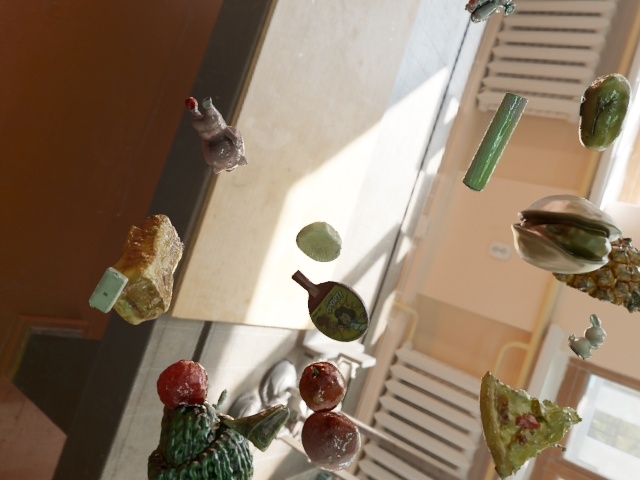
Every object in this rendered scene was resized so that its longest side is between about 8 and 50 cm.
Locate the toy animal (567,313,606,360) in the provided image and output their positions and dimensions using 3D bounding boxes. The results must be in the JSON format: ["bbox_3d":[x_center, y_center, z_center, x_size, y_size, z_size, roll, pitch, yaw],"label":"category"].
[{"bbox_3d":[0.801,0.290,1.430,0.124,0.085,0.071,-44,146,10],"label":"toy animal"}]

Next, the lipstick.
[{"bbox_3d":[0.530,-0.296,1.479,0.076,0.076,0.304,-7,123,-54],"label":"lipstick"}]

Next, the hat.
[{"bbox_3d":[-0.312,0.453,1.135,0.242,0.274,0.333,-18,92,-42],"label":"hat"}]

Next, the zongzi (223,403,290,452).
[{"bbox_3d":[-0.135,0.381,1.040,0.104,0.113,0.052,-47,152,-40],"label":"zongzi"}]

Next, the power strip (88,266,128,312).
[{"bbox_3d":[-0.381,0.090,0.864,0.090,0.040,0.016,-53,-175,18],"label":"power strip"}]

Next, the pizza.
[{"bbox_3d":[0.582,0.489,1.330,0.075,0.287,0.280,89,-8,-61],"label":"pizza"}]

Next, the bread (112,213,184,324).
[{"bbox_3d":[-0.521,0.080,1.438,0.344,0.148,0.195,-98,174,-55],"label":"bread"}]

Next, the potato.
[{"bbox_3d":[0.922,-0.417,1.573,0.169,0.143,0.248,-15,115,-59],"label":"potato"}]

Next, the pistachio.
[{"bbox_3d":[0.405,-0.009,0.803,0.215,0.143,0.144,-99,-160,-80],"label":"pistachio"}]

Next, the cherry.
[{"bbox_3d":[0.040,0.752,1.811,0.206,0.239,0.239,-26,130,-16],"label":"cherry"}]

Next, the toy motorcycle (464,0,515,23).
[{"bbox_3d":[0.534,-0.764,1.404,0.260,0.110,0.171,-41,153,16],"label":"toy motorcycle"}]

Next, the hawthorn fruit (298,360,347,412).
[{"bbox_3d":[-0.001,0.515,1.736,0.179,0.179,0.200,-49,131,-32],"label":"hawthorn fruit"}]

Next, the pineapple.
[{"bbox_3d":[0.944,0.077,1.486,0.344,0.286,0.209,-11,127,-37],"label":"pineapple"}]

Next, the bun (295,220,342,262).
[{"bbox_3d":[0.000,0.000,2.157,0.220,0.220,0.134,70,31,-43],"label":"bun"}]

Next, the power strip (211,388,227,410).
[{"bbox_3d":[-0.381,0.600,1.823,0.035,0.055,0.083,30,81,-16],"label":"power strip"}]

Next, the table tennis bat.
[{"bbox_3d":[0.036,0.281,2.144,0.268,0.414,0.051,-53,171,24],"label":"table tennis bat"}]

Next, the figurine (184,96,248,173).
[{"bbox_3d":[-0.361,-0.382,1.707,0.186,0.176,0.287,-85,152,-49],"label":"figurine"}]
